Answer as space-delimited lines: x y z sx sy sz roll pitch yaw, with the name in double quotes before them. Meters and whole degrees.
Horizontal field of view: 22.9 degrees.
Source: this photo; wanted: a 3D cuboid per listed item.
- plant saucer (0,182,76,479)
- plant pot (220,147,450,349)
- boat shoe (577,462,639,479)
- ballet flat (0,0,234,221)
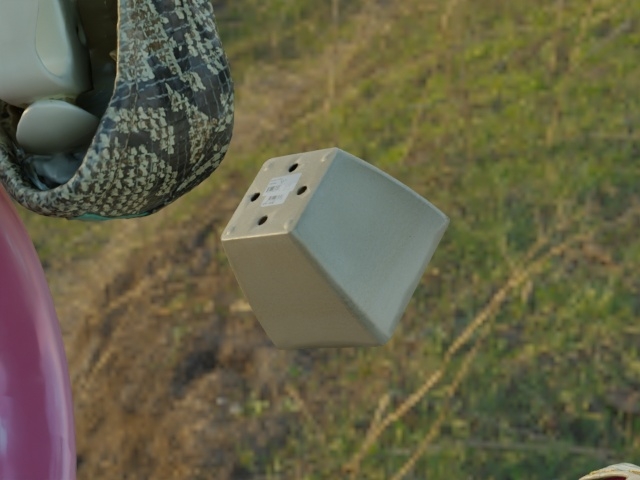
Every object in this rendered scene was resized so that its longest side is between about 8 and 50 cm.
"plant saucer" -0.234 0.088 0.789 0.084 0.332 0.332 -10 20 18
"plant pot" 0.000 0.000 1.046 0.109 0.096 0.109 -6 47 47
"boat shoe" 0.263 0.215 1.270 0.059 0.063 0.170 -6 0 -24
"ballet flat" -0.164 -0.240 0.818 0.164 0.482 0.182 -11 6 24
